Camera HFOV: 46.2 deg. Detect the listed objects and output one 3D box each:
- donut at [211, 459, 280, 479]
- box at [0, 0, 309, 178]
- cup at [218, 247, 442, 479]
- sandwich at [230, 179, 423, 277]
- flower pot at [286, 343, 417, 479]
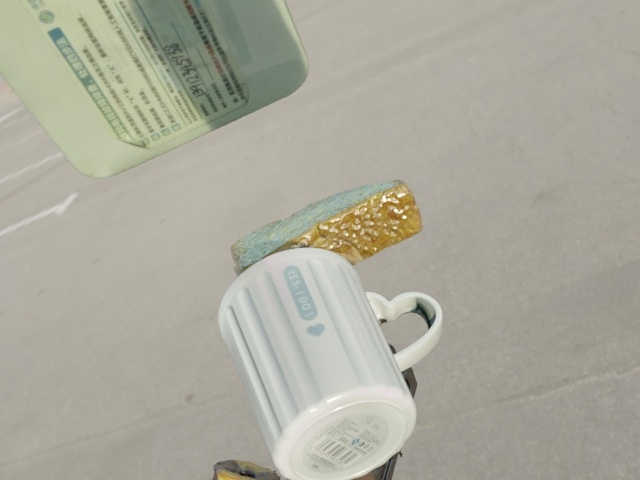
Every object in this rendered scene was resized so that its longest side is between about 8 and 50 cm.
[{"bbox_3d":[-0.147,0.468,1.447,0.140,0.140,0.059,14,87,56],"label":"donut"},{"bbox_3d":[-0.251,-0.304,1.034,0.396,0.396,0.111,-24,46,1],"label":"box"},{"bbox_3d":[0.017,0.116,0.782,0.221,0.167,0.202,-37,43,9],"label":"cup"},{"bbox_3d":[-0.002,-0.004,1.173,0.288,0.100,0.254,-29,9,-2],"label":"sandwich"},{"bbox_3d":[0.058,0.263,1.087,0.084,0.178,0.251,4,73,54],"label":"flower pot"}]
